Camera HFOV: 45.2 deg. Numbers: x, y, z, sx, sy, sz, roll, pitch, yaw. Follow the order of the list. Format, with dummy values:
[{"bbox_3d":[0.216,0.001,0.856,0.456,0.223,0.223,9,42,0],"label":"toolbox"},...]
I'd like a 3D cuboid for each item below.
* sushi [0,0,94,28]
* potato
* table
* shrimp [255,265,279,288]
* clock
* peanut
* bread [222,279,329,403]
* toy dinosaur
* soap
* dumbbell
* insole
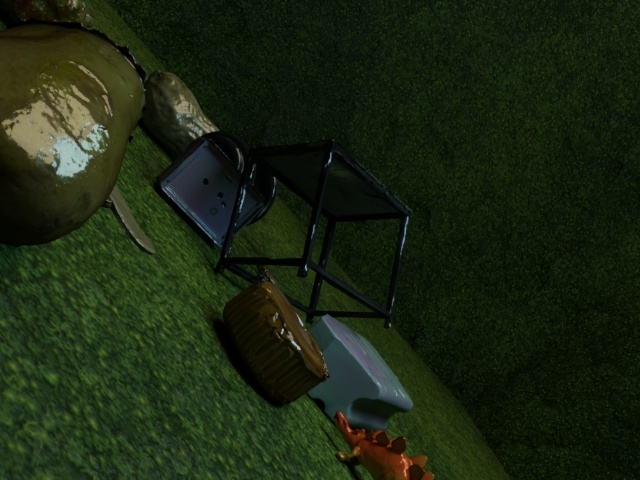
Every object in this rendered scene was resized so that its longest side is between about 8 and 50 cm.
[{"bbox_3d":[-0.567,-0.495,1.488,0.184,0.139,0.274,51,-2,28],"label":"sushi"},{"bbox_3d":[-0.299,-0.097,0.756,0.229,0.229,0.266,49,20,-17],"label":"potato"},{"bbox_3d":[0.000,0.000,1.572,0.222,0.272,0.335,-1,-23,36],"label":"table"},{"bbox_3d":[-0.130,0.086,1.786,0.091,0.025,0.127,42,12,-51],"label":"shrimp"},{"bbox_3d":[-0.226,-0.098,1.590,0.193,0.144,0.073,49,-7,-24],"label":"clock"},{"bbox_3d":[-0.352,-0.281,1.914,0.291,0.143,0.159,55,38,-8],"label":"peanut"},{"bbox_3d":[-0.076,0.166,1.237,0.199,0.104,0.199,55,4,-5],"label":"bread"},{"bbox_3d":[0.125,0.390,1.280,0.288,0.117,0.070,49,4,22],"label":"toy dinosaur"},{"bbox_3d":[0.053,0.269,1.558,0.208,0.115,0.347,52,5,27],"label":"soap"},{"bbox_3d":[-0.212,-0.138,1.773,0.192,0.192,0.290,52,5,22],"label":"dumbbell"},{"bbox_3d":[-0.332,-0.074,1.227,0.248,0.011,0.081,53,5,20],"label":"insole"}]
